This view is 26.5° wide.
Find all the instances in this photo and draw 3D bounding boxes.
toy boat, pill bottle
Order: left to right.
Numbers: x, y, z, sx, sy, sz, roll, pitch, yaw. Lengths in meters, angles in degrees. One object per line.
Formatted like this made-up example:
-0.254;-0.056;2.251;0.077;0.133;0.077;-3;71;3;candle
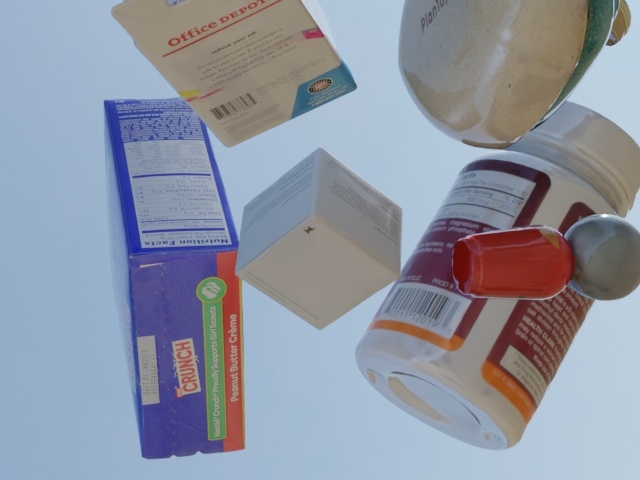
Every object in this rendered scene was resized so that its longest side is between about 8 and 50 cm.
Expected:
0.227;0.034;1.644;0.392;0.224;0.224;-57;-27;-19;pill bottle
0.160;-0.107;1.035;0.148;0.318;0.267;-3;-9;-16;toy boat

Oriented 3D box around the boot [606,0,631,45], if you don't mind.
0.249;-0.207;1.443;0.213;0.077;0.165;27;-95;-56;boot

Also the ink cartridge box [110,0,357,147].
-0.058;-0.143;0.884;0.104;0.061;0.181;-24;-30;10;ink cartridge box

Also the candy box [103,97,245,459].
-0.162;0.033;1.480;0.122;0.317;0.268;-5;-54;-10;candy box

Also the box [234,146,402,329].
0.000;0.000;1.138;0.101;0.087;0.102;36;-54;-26;box
